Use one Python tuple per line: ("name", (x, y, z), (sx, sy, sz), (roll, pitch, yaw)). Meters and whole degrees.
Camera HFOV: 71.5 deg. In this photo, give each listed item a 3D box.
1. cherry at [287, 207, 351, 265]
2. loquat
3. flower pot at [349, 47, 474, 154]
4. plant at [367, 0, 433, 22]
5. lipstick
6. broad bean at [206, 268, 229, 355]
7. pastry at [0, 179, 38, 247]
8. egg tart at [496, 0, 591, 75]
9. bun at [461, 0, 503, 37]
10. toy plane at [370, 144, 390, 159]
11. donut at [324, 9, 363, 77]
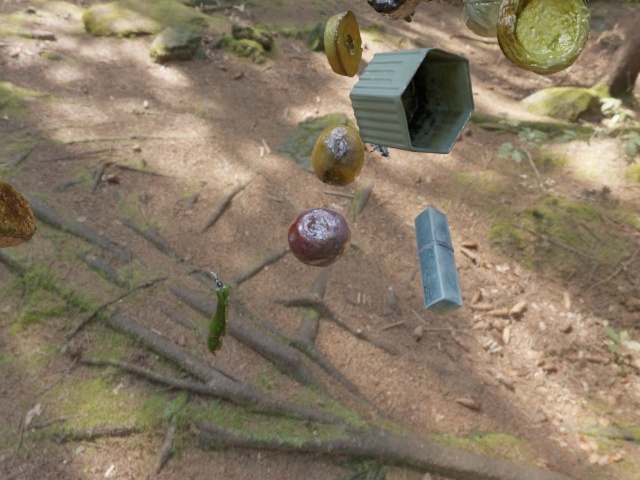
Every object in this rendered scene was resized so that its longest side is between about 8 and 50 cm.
("cherry", (-0.003, -0.009, 1.646), (0.239, 0.239, 0.206), (-15, 77, -36))
("loquat", (0.068, -0.317, 1.664), (0.193, 0.238, 0.238), (17, 37, -19))
("flower pot", (0.208, -0.314, 1.019), (0.209, 0.239, 0.189), (33, -4, -38))
("plant", (0.254, -0.783, 1.341), (0.276, 0.188, 0.199), (-39, 106, -50))
("lipstick", (0.299, 0.050, 1.145), (0.076, 0.077, 0.290), (23, 49, -24))
("broad bean", (-0.328, 0.243, 1.417), (0.056, 0.318, 0.098), (-12, 30, -38))
("pastry", (-0.836, -0.068, 1.149), (0.093, 0.182, 0.192), (-27, 5, 1))
("egg tart", (0.471, -0.461, 0.957), (0.212, 0.213, 0.090), (12, 12, -9))
("bun", (0.500, -0.725, 1.346), (0.134, 0.220, 0.220), (-9, 42, -2))
("toy plane", (0.181, -0.323, 1.398), (0.160, 0.082, 0.234), (58, 19, 0))
("donut", (0.063, -0.567, 1.296), (0.065, 0.178, 0.162), (9, 44, 27))
